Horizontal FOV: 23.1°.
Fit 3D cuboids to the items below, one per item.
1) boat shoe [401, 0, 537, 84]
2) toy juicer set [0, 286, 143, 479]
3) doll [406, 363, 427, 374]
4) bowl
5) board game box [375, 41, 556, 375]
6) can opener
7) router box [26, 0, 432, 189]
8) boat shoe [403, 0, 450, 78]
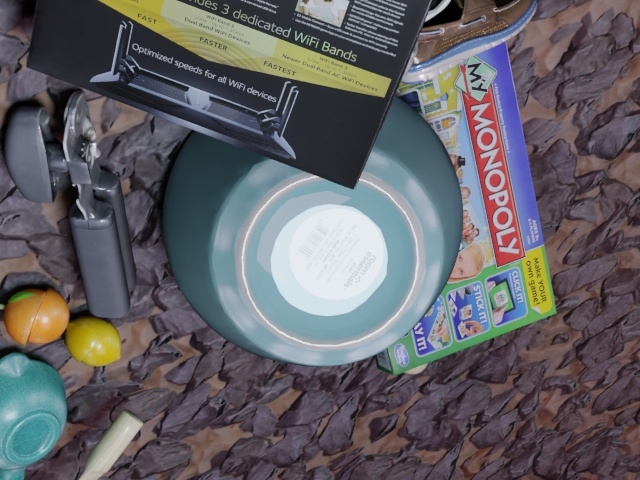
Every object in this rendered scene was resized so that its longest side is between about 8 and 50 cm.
[{"bbox_3d":[0.149,-0.228,1.604,0.183,0.066,0.066,-35,123,-26],"label":"boat shoe"},{"bbox_3d":[-0.303,0.170,1.702,0.209,0.089,0.329,-39,137,-15],"label":"toy juicer set"},{"bbox_3d":[0.066,0.079,1.786,0.129,0.189,0.046,14,125,-47],"label":"doll"},{"bbox_3d":[0.000,0.000,1.540,0.312,0.163,0.311,-1,105,-5],"label":"bowl"},{"bbox_3d":[0.129,-0.038,1.684,0.214,0.046,0.317,-19,107,-20],"label":"board game box"},{"bbox_3d":[-0.244,-0.032,1.542,0.095,0.076,0.283,3,140,4],"label":"can opener"},{"bbox_3d":[-0.074,-0.196,1.287,0.309,0.081,0.243,21,138,-2],"label":"router box"},{"bbox_3d":[0.087,-0.289,1.410,0.157,0.135,0.367,-5,136,8],"label":"boat shoe"}]
